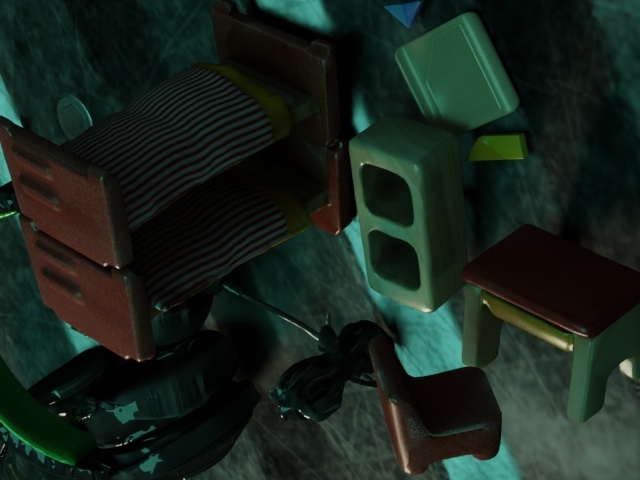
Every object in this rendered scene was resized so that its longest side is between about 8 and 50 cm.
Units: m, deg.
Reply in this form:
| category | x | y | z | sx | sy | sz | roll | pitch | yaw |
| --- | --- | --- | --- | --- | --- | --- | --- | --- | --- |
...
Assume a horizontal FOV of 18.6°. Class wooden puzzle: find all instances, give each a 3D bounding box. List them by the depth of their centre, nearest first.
| category | x | y | z | sx | sy | sz | roll | pitch | yaw |
| --- | --- | --- | --- | --- | --- | --- | --- | --- | --- |
| wooden puzzle | 0.086 | -0.101 | 1.216 | 0.078 | 0.014 | 0.116 | -13 | 102 | 46 |

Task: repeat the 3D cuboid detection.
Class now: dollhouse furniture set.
| category | x | y | z | sx | sy | sz | roll | pitch | yaw |
| --- | --- | --- | --- | --- | --- | --- | --- | --- | --- |
| dollhouse furniture set | 0.000 | 0.000 | 1.207 | 0.374 | 0.201 | 0.152 | 25 | 137 | 38 |

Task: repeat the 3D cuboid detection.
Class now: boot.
| category | x | y | z | sx | sy | sz | roll | pitch | yaw |
| --- | --- | --- | --- | --- | --- | --- | --- | --- | --- |
| boot | -0.187 | 0.227 | 1.675 | 0.229 | 0.091 | 0.263 | 52 | 145 | 3 |

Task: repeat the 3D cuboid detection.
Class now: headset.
| category | x | y | z | sx | sy | sz | roll | pitch | yaw |
| --- | --- | --- | --- | --- | --- | --- | --- | --- | --- |
| headset | -0.134 | 0.079 | 1.426 | 0.394 | 0.185 | 0.243 | 0 | 112 | 28 |
